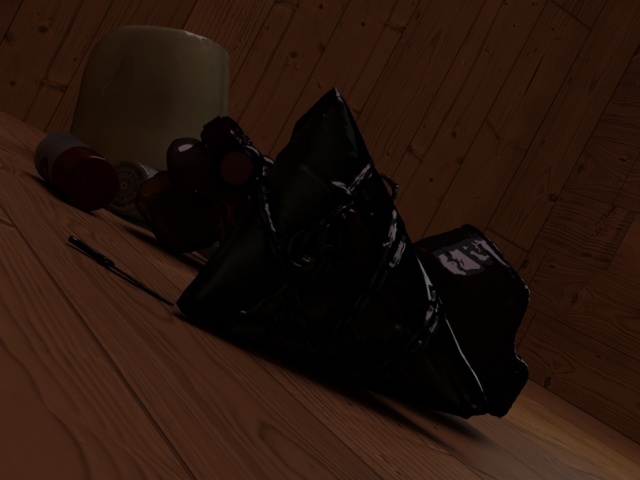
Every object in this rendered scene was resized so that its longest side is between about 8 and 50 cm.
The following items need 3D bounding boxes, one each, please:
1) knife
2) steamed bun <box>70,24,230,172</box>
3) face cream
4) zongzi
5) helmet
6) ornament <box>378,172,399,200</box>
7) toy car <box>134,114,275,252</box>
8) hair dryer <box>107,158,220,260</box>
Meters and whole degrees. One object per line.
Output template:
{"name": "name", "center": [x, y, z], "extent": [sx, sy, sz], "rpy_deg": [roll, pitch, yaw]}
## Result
{"name": "knife", "center": [-0.238, 0.035, 1.259], "extent": [0.170, 0.010, 0.023], "rpy_deg": [30, 1, 21]}
{"name": "steamed bun", "center": [-0.385, -0.280, 2.307], "extent": [0.290, 0.371, 0.456], "rpy_deg": [8, -8, -27]}
{"name": "face cream", "center": [-0.421, -0.120, 1.826], "extent": [0.096, 0.095, 0.214], "rpy_deg": [27, 1, -32]}
{"name": "zongzi", "center": [0.004, 0.060, 1.362], "extent": [0.383, 0.319, 0.362], "rpy_deg": [46, -15, -20]}
{"name": "helmet", "center": [0.167, 0.133, 1.505], "extent": [0.177, 0.305, 0.225], "rpy_deg": [-11, 26, -24]}
{"name": "ornament", "center": [0.150, -0.024, 2.322], "extent": [0.080, 0.236, 0.202], "rpy_deg": [-8, 13, -28]}
{"name": "toy car", "center": [-0.155, -0.033, 1.837], "extent": [0.340, 0.240, 0.271], "rpy_deg": [56, 5, 4]}
{"name": "hair dryer", "center": [-0.247, -0.017, 2.015], "extent": [0.357, 0.107, 0.173], "rpy_deg": [37, 4, 17]}
